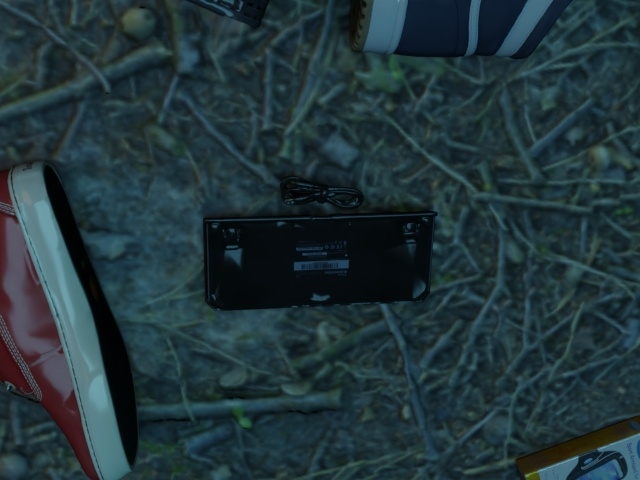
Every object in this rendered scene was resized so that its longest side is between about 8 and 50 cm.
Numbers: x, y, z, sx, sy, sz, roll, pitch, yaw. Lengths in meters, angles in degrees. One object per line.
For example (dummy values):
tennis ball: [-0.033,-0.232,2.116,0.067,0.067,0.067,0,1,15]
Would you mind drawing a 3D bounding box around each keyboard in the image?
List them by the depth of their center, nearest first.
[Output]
keyboard: [0.000,0.000,0.724,0.180,0.023,0.108,-2,115,-8]

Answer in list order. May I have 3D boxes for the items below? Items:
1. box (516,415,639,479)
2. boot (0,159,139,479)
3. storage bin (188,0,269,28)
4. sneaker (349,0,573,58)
box: [0.248,0.210,0.826,0.136,0.028,0.081,-19,110,-4]
boot: [-0.242,0.081,0.684,0.176,0.088,0.244,-18,102,-2]
storage bin: [-0.108,-0.210,0.585,0.180,0.122,0.084,22,103,-14]
sneaker: [0.115,-0.254,0.614,0.153,0.099,0.282,8,114,-6]
